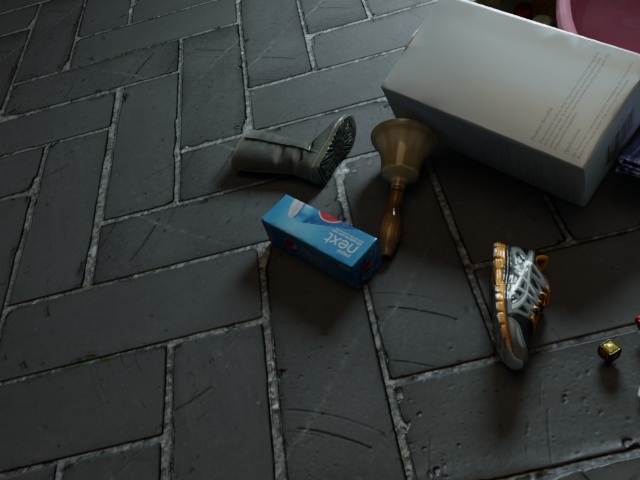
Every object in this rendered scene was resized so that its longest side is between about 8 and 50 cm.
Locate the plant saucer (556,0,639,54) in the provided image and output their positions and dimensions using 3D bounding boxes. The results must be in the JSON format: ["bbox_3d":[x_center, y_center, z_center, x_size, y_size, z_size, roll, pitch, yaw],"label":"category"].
[{"bbox_3d":[0.581,-0.388,1.134,0.331,0.084,0.333,1,75,-3],"label":"plant saucer"}]

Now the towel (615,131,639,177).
[{"bbox_3d":[0.653,-0.120,0.956,0.335,0.040,0.243,21,38,31],"label":"towel"}]

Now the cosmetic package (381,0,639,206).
[{"bbox_3d":[0.323,-0.245,1.071,0.385,0.156,0.217,33,85,30],"label":"cosmetic package"}]

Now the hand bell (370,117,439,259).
[{"bbox_3d":[0.133,-0.079,1.094,0.126,0.126,0.242,2,62,18],"label":"hand bell"}]

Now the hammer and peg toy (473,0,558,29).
[{"bbox_3d":[0.442,-0.454,1.304,0.361,0.127,0.266,-23,49,-4],"label":"hammer and peg toy"}]

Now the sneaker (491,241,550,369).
[{"bbox_3d":[0.289,0.086,0.900,0.083,0.084,0.215,3,49,12],"label":"sneaker"}]

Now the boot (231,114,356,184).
[{"bbox_3d":[-0.053,-0.194,1.265,0.208,0.076,0.190,12,52,34],"label":"boot"}]

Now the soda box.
[{"bbox_3d":[0.000,0.000,1.070,0.210,0.067,0.071,28,62,33],"label":"soda box"}]

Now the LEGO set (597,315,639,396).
[{"bbox_3d":[0.498,0.141,0.807,0.244,0.060,0.182,17,52,29],"label":"LEGO set"}]
